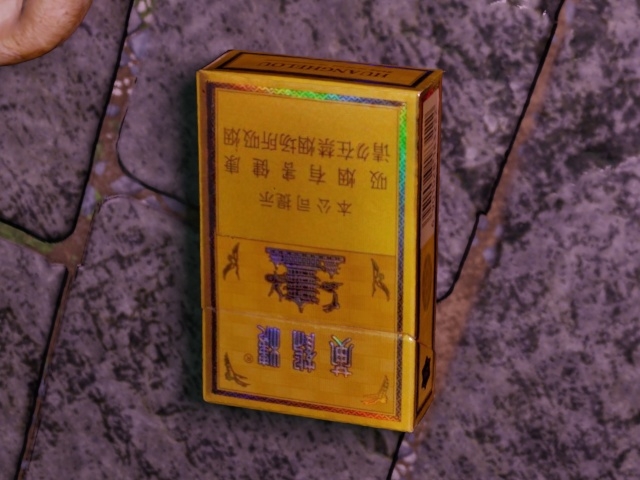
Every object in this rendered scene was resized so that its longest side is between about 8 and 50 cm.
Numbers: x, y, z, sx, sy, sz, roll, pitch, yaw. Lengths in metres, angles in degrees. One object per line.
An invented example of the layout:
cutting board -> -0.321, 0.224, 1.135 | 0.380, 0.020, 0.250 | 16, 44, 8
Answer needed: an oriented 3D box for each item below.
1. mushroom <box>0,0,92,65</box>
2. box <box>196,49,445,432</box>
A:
mushroom -> -0.270, -0.279, 1.568 | 0.278, 0.146, 0.278 | 4, 115, 9
box -> 0.000, 0.000, 1.600 | 0.193, 0.084, 0.301 | 7, 111, 18
